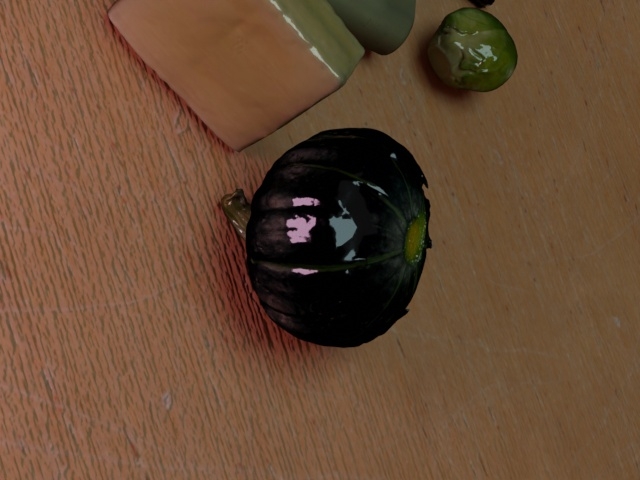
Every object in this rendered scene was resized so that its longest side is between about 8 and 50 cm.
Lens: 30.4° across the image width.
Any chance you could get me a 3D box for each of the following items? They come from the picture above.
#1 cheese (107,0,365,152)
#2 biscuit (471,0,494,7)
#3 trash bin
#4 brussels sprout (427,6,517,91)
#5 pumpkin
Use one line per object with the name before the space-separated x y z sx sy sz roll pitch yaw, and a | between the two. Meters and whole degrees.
cheese | -0.114 -0.274 1.546 0.265 0.242 0.124 46 44 -16
biscuit | 0.223 -0.503 1.992 0.252 0.070 0.106 34 58 -25
trash bin | 0.026 -0.428 1.789 0.247 0.121 0.243 20 64 -35
brussels sprout | 0.246 -0.304 1.915 0.155 0.117 0.155 7 64 -14
pumpkin | 0.000 0.000 1.572 0.296 0.296 0.295 13 68 -34
